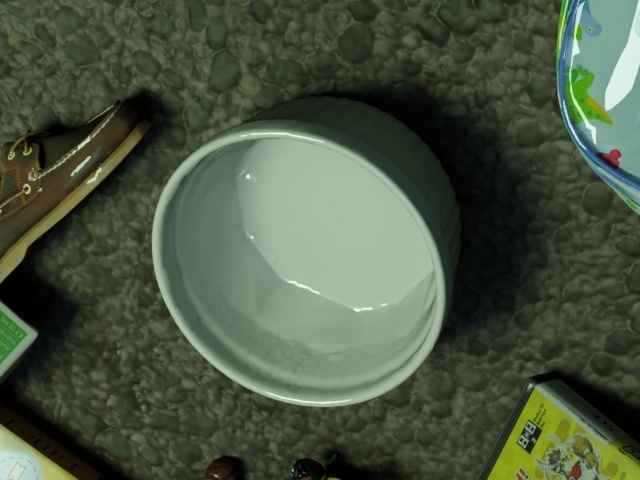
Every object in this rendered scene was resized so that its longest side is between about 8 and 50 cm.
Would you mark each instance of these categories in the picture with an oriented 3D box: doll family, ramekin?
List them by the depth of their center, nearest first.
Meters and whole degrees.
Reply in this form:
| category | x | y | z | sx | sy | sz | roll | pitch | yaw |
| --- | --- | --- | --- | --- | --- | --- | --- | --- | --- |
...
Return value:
| category | x | y | z | sx | sy | sz | roll | pitch | yaw |
| --- | --- | --- | --- | --- | --- | --- | --- | --- | --- |
| ramekin | 0.000 | 0.000 | 1.060 | 0.207 | 0.109 | 0.207 | 9 | 119 | 17 |
| doll family | -0.021 | 0.217 | 1.202 | 0.193 | 0.076 | 0.111 | -19 | 112 | 31 |

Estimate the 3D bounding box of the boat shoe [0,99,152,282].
| category | x | y | z | sx | sy | sz | roll | pitch | yaw |
| --- | --- | --- | --- | --- | --- | --- | --- | --- | --- |
| boat shoe | -0.209 | -0.043 | 1.139 | 0.073 | 0.073 | 0.207 | 46 | 122 | -8 |

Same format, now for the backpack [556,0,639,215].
| category | x | y | z | sx | sy | sz | roll | pitch | yaw |
| --- | --- | --- | --- | --- | --- | --- | --- | --- | --- |
| backpack | 0.262 | -0.166 | 0.814 | 0.290 | 0.273 | 0.355 | 26 | 135 | -1 |

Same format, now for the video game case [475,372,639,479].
| category | x | y | z | sx | sy | sz | roll | pitch | yaw |
| --- | --- | --- | --- | --- | --- | --- | --- | --- | --- |
| video game case | 0.186 | 0.274 | 1.085 | 0.248 | 0.035 | 0.275 | 40 | 119 | 33 |

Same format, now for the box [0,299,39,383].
| category | x | y | z | sx | sy | sz | roll | pitch | yaw |
| --- | --- | --- | --- | --- | --- | --- | --- | --- | --- |
| box | -0.285 | 0.077 | 1.199 | 0.101 | 0.087 | 0.102 | 41 | 162 | -3 |

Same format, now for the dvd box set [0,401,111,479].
| category | x | y | z | sx | sy | sz | roll | pitch | yaw |
| --- | --- | --- | --- | --- | --- | --- | --- | --- | --- |
| dvd box set | -0.369 | 0.248 | 1.279 | 0.420 | 0.062 | 0.307 | 36 | 95 | 1 |
